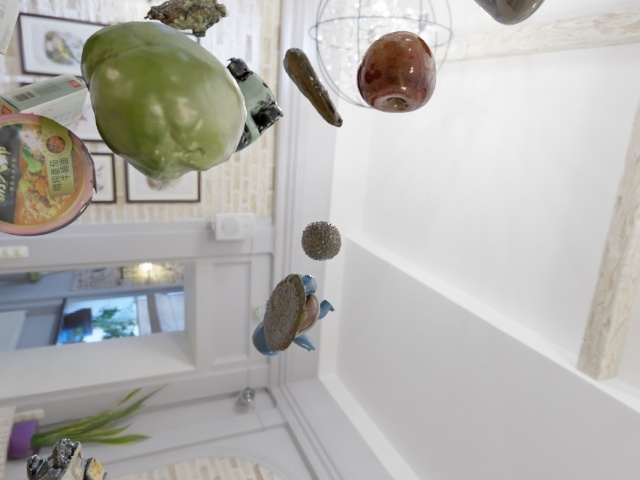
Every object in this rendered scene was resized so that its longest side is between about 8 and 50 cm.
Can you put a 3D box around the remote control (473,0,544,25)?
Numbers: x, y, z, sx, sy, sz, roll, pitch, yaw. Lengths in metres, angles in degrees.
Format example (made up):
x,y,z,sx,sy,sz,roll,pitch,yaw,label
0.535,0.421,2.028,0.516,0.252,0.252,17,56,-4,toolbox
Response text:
x,y,z,sx,sy,sz,roll,pitch,yaw,label
0.473,-0.689,1.175,0.221,0.104,0.331,109,-28,-46,remote control

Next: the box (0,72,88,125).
x,y,z,sx,sy,sz,roll,pitch,yaw,label
-0.810,-0.387,1.358,0.135,0.079,0.269,-48,-174,37,box

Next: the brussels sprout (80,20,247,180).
x,y,z,sx,sy,sz,roll,pitch,yaw,label
-0.269,-0.232,0.826,0.242,0.316,0.274,-49,-141,-8,brussels sprout

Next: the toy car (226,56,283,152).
x,y,z,sx,sy,sz,roll,pitch,yaw,label
-0.232,-0.304,1.131,0.188,0.255,0.190,51,-30,-10,toy car

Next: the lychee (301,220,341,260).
x,y,z,sx,sy,sz,roll,pitch,yaw,label
0.000,0.000,1.812,0.197,0.165,0.165,29,-60,57,lychee

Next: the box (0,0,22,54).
x,y,z,sx,sy,sz,roll,pitch,yaw,label
-0.634,-0.481,0.873,0.274,0.091,0.220,29,-82,63,box

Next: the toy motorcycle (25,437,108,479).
x,y,z,sx,sy,sz,roll,pitch,yaw,label
-0.473,0.469,0.830,0.157,0.091,0.263,62,-4,-16,toy motorcycle

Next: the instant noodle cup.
x,y,z,sx,sy,sz,roll,pitch,yaw,label
-0.623,-0.152,0.941,0.255,0.244,0.243,22,-65,40,instant noodle cup

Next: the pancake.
x,y,z,sx,sy,sz,roll,pitch,yaw,label
-0.052,0.103,0.661,0.115,0.011,0.114,-33,-131,48,pancake

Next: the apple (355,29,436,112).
x,y,z,sx,sy,sz,roll,pitch,yaw,label
0.186,-0.406,1.125,0.201,0.202,0.162,167,-71,-66,apple

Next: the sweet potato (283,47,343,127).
x,y,z,sx,sy,sz,roll,pitch,yaw,label
-0.022,-0.423,1.279,0.273,0.075,0.075,58,-31,11,sweet potato

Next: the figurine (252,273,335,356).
x,y,z,sx,sy,sz,roll,pitch,yaw,label
-0.099,0.288,1.849,0.298,0.243,0.416,41,-64,14,figurine

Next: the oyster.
x,y,z,sx,sy,sz,roll,pitch,yaw,label
-0.407,-0.707,1.441,0.092,0.260,0.198,98,18,-50,oyster
